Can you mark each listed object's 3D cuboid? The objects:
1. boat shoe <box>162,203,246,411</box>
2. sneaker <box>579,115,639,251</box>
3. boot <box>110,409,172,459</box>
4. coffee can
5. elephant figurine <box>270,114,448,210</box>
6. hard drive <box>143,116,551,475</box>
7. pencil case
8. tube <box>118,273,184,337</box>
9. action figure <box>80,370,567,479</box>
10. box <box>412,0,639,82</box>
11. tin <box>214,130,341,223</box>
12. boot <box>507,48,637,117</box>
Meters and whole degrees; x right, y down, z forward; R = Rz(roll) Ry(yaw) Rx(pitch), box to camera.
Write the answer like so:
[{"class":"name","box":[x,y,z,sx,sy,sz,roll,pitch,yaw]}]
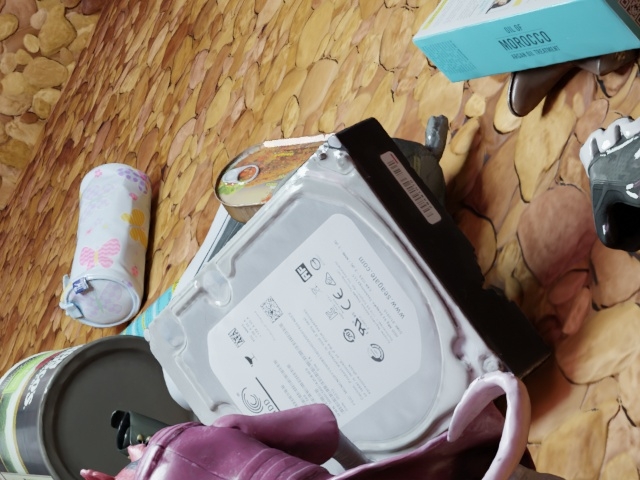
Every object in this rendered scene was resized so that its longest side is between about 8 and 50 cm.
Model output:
[{"class":"boat shoe","box":[-0.075,0.046,1.486,0.105,0.113,0.306,-11,44,44]},{"class":"sneaker","box":[0.255,-0.058,0.890,0.234,0.078,0.106,-40,37,54]},{"class":"boot","box":[-0.142,0.242,1.400,0.076,0.137,0.198,-66,23,1]},{"class":"coffee can","box":[-0.279,0.225,1.640,0.275,0.202,0.201,-17,53,62]},{"class":"elephant figurine","box":[0.000,0.000,1.275,0.239,0.186,0.169,-28,70,49]},{"class":"hard drive","box":[0.004,0.086,1.127,0.064,0.237,0.339,-29,-10,-44]},{"class":"pencil case","box":[-0.323,0.006,2.060,0.124,0.113,0.273,-27,39,25]},{"class":"tube","box":[-0.205,0.101,1.805,0.207,0.052,0.080,-42,43,35]},{"class":"action figure","box":[-0.031,0.209,0.934,0.370,0.275,0.248,14,58,28]},{"class":"box","box":[0.187,-0.198,1.116,0.100,0.060,0.244,-55,25,-19]},{"class":"tin","box":[-0.027,-0.066,1.456,0.190,0.040,0.106,-4,40,31]},{"class":"boot","box":[0.210,-0.143,1.120,0.106,0.037,0.114,-63,27,3]}]
